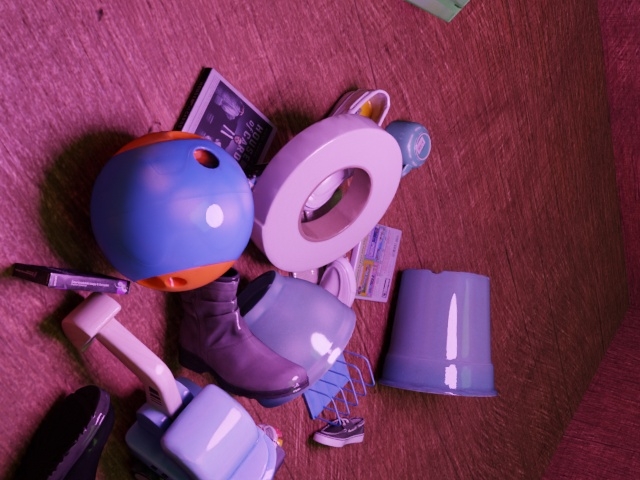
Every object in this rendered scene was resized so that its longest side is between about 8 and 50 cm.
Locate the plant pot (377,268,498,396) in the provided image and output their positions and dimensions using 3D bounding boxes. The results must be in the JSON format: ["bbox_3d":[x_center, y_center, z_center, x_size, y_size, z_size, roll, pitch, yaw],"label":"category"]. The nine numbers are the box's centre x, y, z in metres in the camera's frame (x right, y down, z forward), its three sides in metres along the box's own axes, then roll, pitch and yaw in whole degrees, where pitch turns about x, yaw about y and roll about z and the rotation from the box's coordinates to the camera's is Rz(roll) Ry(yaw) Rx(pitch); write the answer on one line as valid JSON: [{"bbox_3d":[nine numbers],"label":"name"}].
[{"bbox_3d":[0.346,0.258,2.202,0.341,0.341,0.334,12,81,-52],"label":"plant pot"}]

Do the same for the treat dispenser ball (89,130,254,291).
[{"bbox_3d":[-0.263,-0.052,1.374,0.288,0.288,0.288,-16,111,-48],"label":"treat dispenser ball"}]

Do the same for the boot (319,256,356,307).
[{"bbox_3d":[0.008,0.168,1.895,0.123,0.095,0.258,-24,131,-43],"label":"boot"}]

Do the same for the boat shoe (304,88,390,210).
[{"bbox_3d":[0.067,-0.223,1.826,0.136,0.156,0.367,48,61,-27],"label":"boat shoe"}]

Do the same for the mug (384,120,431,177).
[{"bbox_3d":[0.242,-0.248,2.104,0.129,0.097,0.157,-18,112,-48],"label":"mug"}]

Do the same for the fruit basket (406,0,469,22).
[{"bbox_3d":[0.288,-0.772,1.901,0.283,0.392,0.392,-52,134,-30],"label":"fruit basket"}]

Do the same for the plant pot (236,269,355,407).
[{"bbox_3d":[-0.097,0.191,1.682,0.196,0.293,0.293,46,60,-16],"label":"plant pot"}]

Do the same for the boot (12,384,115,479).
[{"bbox_3d":[-0.425,0.458,1.422,0.260,0.131,0.348,38,80,-41],"label":"boot"}]

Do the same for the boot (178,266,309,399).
[{"bbox_3d":[-0.170,0.168,1.504,0.118,0.338,0.222,-19,114,-52],"label":"boot"}]

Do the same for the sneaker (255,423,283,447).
[{"bbox_3d":[-0.173,0.539,1.810,0.093,0.088,0.225,34,66,-38],"label":"sneaker"}]

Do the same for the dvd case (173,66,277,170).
[{"bbox_3d":[-0.198,-0.223,1.622,0.239,0.030,0.179,38,70,-48],"label":"dvd case"}]

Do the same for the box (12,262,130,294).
[{"bbox_3d":[-0.432,0.067,1.335,0.162,0.116,0.029,10,89,-52],"label":"box"}]

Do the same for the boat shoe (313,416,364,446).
[{"bbox_3d":[0.052,0.512,2.080,0.219,0.078,0.070,14,89,-60],"label":"boat shoe"}]

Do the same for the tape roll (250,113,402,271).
[{"bbox_3d":[0.014,-0.099,1.708,0.392,0.072,0.392,-29,145,-23],"label":"tape roll"}]

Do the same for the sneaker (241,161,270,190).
[{"bbox_3d":[-0.095,-0.136,1.671,0.237,0.085,0.086,-22,112,-39],"label":"sneaker"}]

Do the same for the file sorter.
[{"bbox_3d":[0.049,0.385,2.016,0.170,0.104,0.118,-42,128,-36],"label":"file sorter"}]

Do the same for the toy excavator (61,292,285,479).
[{"bbox_3d":[-0.277,0.325,1.477,0.222,0.433,0.445,-48,160,-33],"label":"toy excavator"}]

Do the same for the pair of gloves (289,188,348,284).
[{"bbox_3d":[0.000,0.000,1.912,0.204,0.042,0.240,-17,111,-48],"label":"pair of gloves"}]

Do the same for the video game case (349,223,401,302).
[{"bbox_3d":[0.146,0.060,2.122,0.193,0.023,0.212,13,90,-52],"label":"video game case"}]
